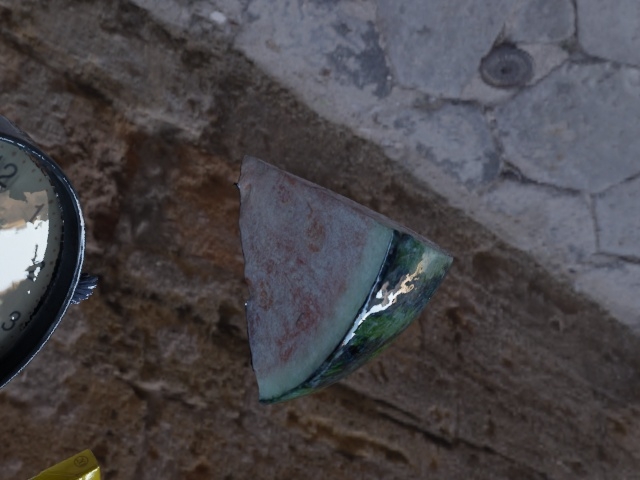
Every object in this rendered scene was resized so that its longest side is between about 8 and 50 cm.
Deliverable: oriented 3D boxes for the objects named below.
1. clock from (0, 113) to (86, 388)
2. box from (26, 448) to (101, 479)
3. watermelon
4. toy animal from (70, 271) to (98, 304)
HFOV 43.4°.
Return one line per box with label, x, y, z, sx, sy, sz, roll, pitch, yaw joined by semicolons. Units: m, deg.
clock;-0.417;0.041;0.826;0.076;0.386;0.386;33;159;29
box;-0.405;0.381;1.015;0.269;0.043;0.152;-22;139;-33
watermelon;0.039;0.008;0.946;0.251;0.283;0.292;-17;98;32
toy animal;-0.395;0.075;1.013;0.220;0.062;0.107;0;124;-21
